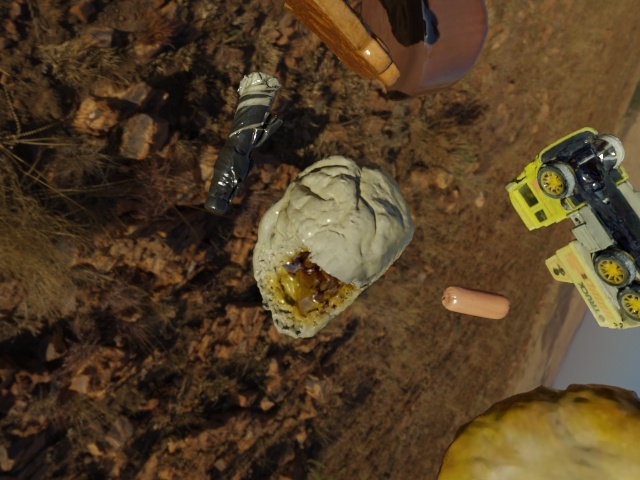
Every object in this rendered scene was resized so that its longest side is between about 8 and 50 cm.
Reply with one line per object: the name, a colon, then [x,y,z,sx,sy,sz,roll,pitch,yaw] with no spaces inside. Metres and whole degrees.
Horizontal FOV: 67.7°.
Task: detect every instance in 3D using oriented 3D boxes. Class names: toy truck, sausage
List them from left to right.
sausage: [0.190,0.075,0.585,0.034,0.083,0.034,-168,-90,-79]
toy truck: [0.378,-0.005,0.663,0.124,0.272,0.157,-27,171,-19]

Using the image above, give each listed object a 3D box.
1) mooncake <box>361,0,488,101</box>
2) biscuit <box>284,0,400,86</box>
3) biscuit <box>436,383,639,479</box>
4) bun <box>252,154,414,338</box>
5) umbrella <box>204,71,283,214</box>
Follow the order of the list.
mooncake: [0.214,-0.467,1.021,0.174,0.326,0.334,-17,140,-14]
biscuit: [0.017,-0.251,0.559,0.043,0.183,0.280,-53,170,8]
biscuit: [0.336,0.391,0.568,0.104,0.429,0.446,57,25,-44]
bun: [0.010,-0.008,0.745,0.281,0.205,0.281,-43,175,-5]
umbrella: [-0.185,-0.229,1.143,0.106,0.113,0.357,25,81,-40]
